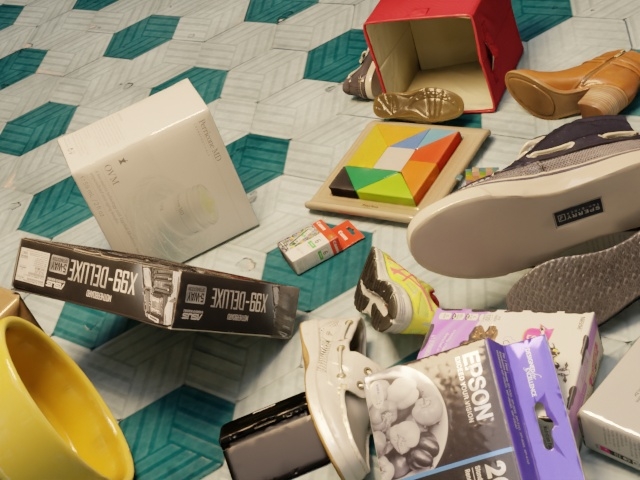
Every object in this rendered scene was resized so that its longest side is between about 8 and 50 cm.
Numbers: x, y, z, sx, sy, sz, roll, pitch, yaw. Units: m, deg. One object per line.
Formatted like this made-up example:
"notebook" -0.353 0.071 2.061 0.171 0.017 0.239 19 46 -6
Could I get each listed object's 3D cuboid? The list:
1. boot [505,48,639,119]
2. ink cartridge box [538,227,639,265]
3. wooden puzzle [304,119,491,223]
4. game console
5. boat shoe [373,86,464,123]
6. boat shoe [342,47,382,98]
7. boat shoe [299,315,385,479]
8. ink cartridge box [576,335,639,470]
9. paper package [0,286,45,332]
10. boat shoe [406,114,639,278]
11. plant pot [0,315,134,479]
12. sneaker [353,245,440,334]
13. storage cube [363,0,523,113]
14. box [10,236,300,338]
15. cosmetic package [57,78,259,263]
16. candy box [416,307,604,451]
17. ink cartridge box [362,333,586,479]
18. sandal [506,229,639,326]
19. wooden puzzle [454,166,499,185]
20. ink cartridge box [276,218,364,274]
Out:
"boot" 0.402 -0.251 1.721 0.197 0.073 0.152 27 57 32
"ink cartridge box" 0.404 -0.042 1.449 0.333 0.065 0.165 -2 39 25
"wooden puzzle" 0.117 -0.117 1.712 0.221 0.044 0.238 9 45 36
"game console" -0.056 0.246 1.354 0.122 0.071 0.107 -22 5 -1
"boat shoe" 0.163 -0.216 1.800 0.153 0.056 0.048 -1 -5 25
"boat shoe" 0.093 -0.327 1.977 0.065 0.075 0.206 1 46 24
"boat shoe" 0.037 0.175 1.324 0.096 0.098 0.277 -19 34 5
"ink cartridge box" 0.494 0.148 1.148 0.330 0.071 0.324 22 53 41
"paper package" -0.572 0.196 1.556 0.325 0.168 0.309 13 49 38
"boat shoe" 0.268 -0.060 1.406 0.341 0.127 0.158 -13 30 1
"plant pot" -0.392 0.258 1.327 0.239 0.254 0.254 -36 36 2
"sneaker" 0.105 0.075 1.453 0.094 0.081 0.208 13 19 -15
"storage cube" 0.206 -0.336 1.833 0.215 0.183 0.193 1 41 29
"box" -0.222 0.064 1.498 0.307 0.242 0.076 10 89 36
"cosmetic package" -0.246 -0.089 1.709 0.225 0.224 0.138 -28 35 -8
"candy box" 0.210 0.159 1.277 0.196 0.070 0.165 0 41 28
"ink cartridge box" 0.160 0.212 1.171 0.208 0.045 0.206 -20 58 16
"sandal" 0.353 0.049 1.350 0.255 0.054 0.097 -23 75 10
"wooden puzzle" 0.239 -0.090 1.629 0.083 0.006 0.049 0 42 6
"ink cartridge box" 0.000 0.000 1.632 0.115 0.029 0.063 -29 36 -10
